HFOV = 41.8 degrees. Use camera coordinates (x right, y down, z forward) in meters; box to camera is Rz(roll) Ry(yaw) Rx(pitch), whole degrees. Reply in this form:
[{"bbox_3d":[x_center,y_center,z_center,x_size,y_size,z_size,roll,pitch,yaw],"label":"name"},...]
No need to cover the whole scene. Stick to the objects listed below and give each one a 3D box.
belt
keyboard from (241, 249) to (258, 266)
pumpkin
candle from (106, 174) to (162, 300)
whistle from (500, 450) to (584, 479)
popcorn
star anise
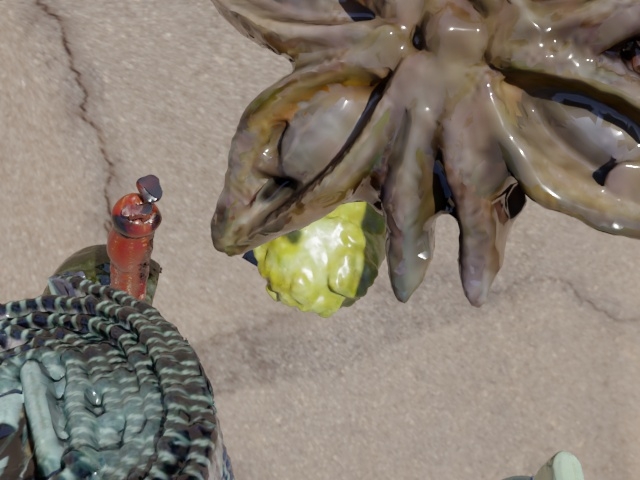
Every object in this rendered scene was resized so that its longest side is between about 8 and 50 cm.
[{"bbox_3d":[-0.152,0.151,0.475,0.206,0.295,0.161,-20,116,-21],"label":"belt"},{"bbox_3d":[-0.067,0.054,1.705,0.064,0.198,0.010,-57,158,-9],"label":"keyboard"},{"bbox_3d":[-0.335,0.132,1.411,0.189,0.139,0.281,-9,140,20],"label":"pumpkin"},{"bbox_3d":[-0.211,0.026,0.924,0.051,0.329,0.048,-3,66,-16],"label":"candle"},{"bbox_3d":[0.163,0.244,0.651,0.092,0.110,0.245,6,133,-2],"label":"whistle"},{"bbox_3d":[0.000,0.000,1.390,0.234,0.250,0.242,13,87,13],"label":"popcorn"},{"bbox_3d":[0.076,-0.095,0.383,0.349,0.109,0.292,-30,95,26],"label":"star anise"}]
